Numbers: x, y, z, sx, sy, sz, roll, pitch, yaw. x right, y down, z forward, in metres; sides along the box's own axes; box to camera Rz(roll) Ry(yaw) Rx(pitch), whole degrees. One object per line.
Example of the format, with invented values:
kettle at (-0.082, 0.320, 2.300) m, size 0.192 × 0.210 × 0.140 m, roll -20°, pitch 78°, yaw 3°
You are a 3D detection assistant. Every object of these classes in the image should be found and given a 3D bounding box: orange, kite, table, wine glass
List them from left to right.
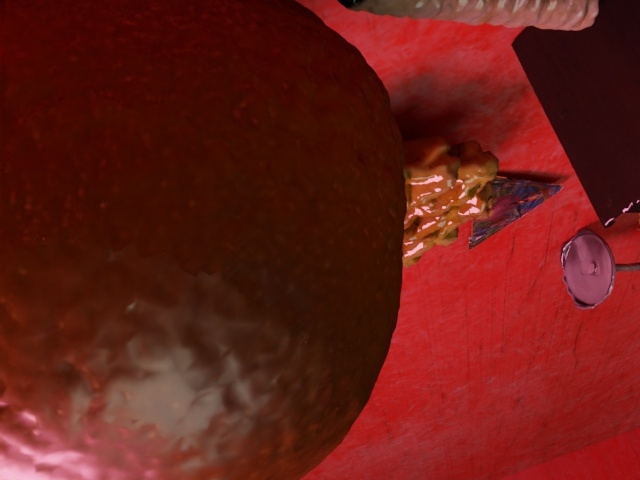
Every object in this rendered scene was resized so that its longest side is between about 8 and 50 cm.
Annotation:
orange at (-0.133, 0.006, 0.589) m, size 0.356 × 0.322 × 0.322 m, roll -8°, pitch 156°, yaw -4°
kite at (0.173, -0.033, 1.141) m, size 0.159 × 0.010 × 0.190 m, roll -18°, pitch 155°, yaw -3°
wine glass at (0.384, 0.033, 1.337) m, size 0.182 × 0.122 × 0.122 m, roll -3°, pitch 152°, yaw -26°
table at (0.289, -0.124, 0.833) m, size 0.193 × 0.169 × 0.172 m, roll -4°, pitch 152°, yaw -37°

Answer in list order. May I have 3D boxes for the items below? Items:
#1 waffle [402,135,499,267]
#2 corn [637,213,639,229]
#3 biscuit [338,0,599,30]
waffle at (0.000, 0.000, 0.978) m, size 0.302 × 0.068 × 0.325 m, roll -15°, pitch 161°, yaw -14°
corn at (0.414, -0.073, 1.146) m, size 0.091 × 0.091 × 0.260 m, roll -55°, pitch 178°, yaw -34°
biscuit at (0.105, -0.169, 0.725) m, size 0.219 × 0.055 × 0.061 m, roll -4°, pitch 141°, yaw -34°
